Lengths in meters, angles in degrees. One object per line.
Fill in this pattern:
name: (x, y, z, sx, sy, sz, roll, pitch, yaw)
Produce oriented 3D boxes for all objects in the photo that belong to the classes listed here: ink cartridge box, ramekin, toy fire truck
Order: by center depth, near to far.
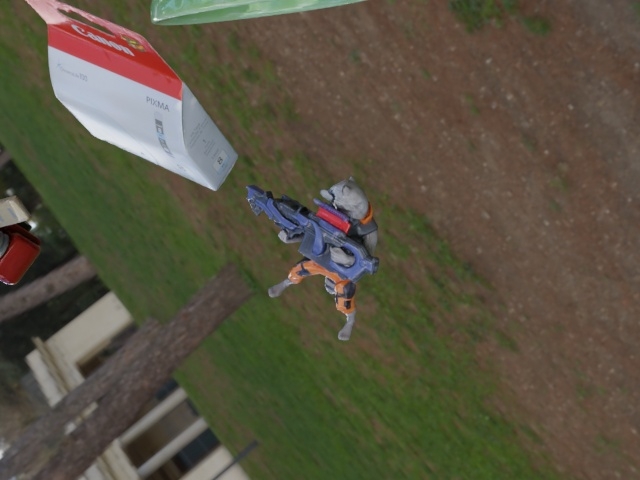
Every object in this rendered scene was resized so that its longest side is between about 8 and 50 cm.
ramekin: (-0.075, -0.369, 1.143, 0.303, 0.303, 0.148, -154, 55, -70)
ink cartridge box: (-0.339, -0.247, 1.496, 0.308, 0.091, 0.385, 25, 168, 25)
toy fire truck: (-0.551, -0.015, 1.499, 0.217, 0.158, 0.246, 41, 172, -40)

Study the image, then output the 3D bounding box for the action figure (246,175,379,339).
action figure: (0.000, 0.000, 1.862, 0.341, 0.178, 0.330, 39, 128, 23)
